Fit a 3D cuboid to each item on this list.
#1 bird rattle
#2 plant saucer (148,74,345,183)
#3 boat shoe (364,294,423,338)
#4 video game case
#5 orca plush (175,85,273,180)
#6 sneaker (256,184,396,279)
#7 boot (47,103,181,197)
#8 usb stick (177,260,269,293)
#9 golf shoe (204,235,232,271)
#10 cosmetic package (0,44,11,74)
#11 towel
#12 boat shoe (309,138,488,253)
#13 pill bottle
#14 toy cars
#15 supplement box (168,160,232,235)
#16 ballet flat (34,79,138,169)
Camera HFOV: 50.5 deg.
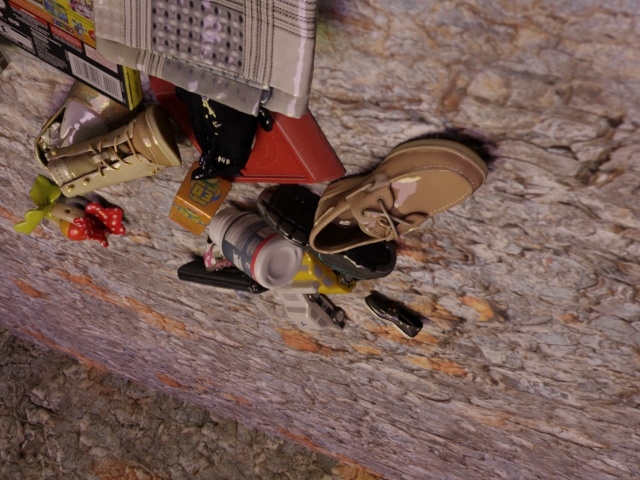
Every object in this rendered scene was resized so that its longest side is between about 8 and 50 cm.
[{"bbox_3d":[-0.585,-0.054,1.640,0.253,0.143,0.207,12,164,0],"label":"bird rattle"},{"bbox_3d":[-0.124,-0.173,1.063,0.259,0.048,0.258,6,146,36],"label":"plant saucer"},{"bbox_3d":[0.150,0.148,1.390,0.133,0.049,0.042,35,124,-2],"label":"boat shoe"},{"bbox_3d":[-0.382,-0.337,0.969,0.274,0.035,0.248,30,150,9],"label":"video game case"},{"bbox_3d":[-0.165,-0.145,0.982,0.151,0.102,0.287,30,153,-7],"label":"orca plush"},{"bbox_3d":[0.000,0.000,1.197,0.267,0.101,0.106,31,155,-8],"label":"sneaker"},{"bbox_3d":[-0.330,-0.136,1.076,0.262,0.203,0.095,-168,61,-78],"label":"boot"},{"bbox_3d":[-0.221,0.083,1.551,0.278,0.077,0.045,6,106,41],"label":"usb stick"},{"bbox_3d":[-0.217,0.020,1.477,0.186,0.067,0.086,-21,86,68],"label":"golf shoe"},{"bbox_3d":[-0.746,-0.315,1.110,0.384,0.156,0.217,-4,137,19],"label":"cosmetic package"},{"bbox_3d":[-0.140,-0.302,0.746,0.312,0.056,0.324,20,134,14],"label":"towel"},{"bbox_3d":[0.105,-0.048,1.009,0.121,0.110,0.341,37,150,-20],"label":"boat shoe"},{"bbox_3d":[-0.127,0.007,1.278,0.180,0.108,0.108,31,161,41],"label":"pill bottle"},{"bbox_3d":[-0.023,0.114,1.427,0.176,0.087,0.394,22,153,9],"label":"toy cars"},{"bbox_3d":[-0.224,-0.072,1.239,0.078,0.080,0.233,32,164,-9],"label":"supplement box"},{"bbox_3d":[-0.427,-0.197,1.210,0.123,0.123,0.348,40,150,-24],"label":"ballet flat"}]
